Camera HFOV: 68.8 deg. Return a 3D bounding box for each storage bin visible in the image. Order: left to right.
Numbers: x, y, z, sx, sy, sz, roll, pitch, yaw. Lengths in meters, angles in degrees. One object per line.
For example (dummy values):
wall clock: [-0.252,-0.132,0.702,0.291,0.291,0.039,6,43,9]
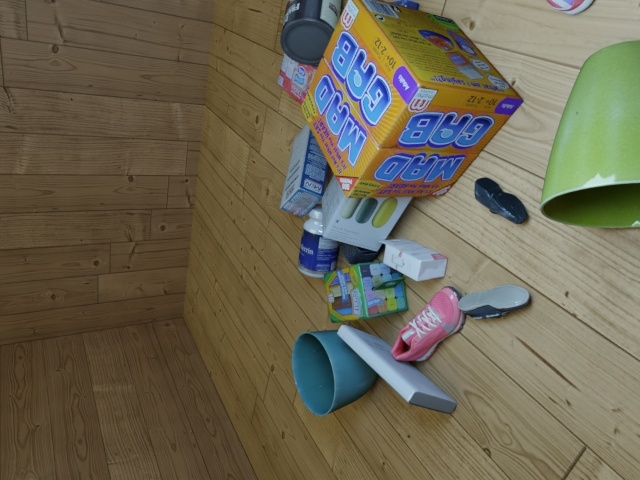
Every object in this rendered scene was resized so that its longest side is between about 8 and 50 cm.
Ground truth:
storage bin: [0.130,-0.014,1.656,0.084,0.121,0.180,-54,50,45]

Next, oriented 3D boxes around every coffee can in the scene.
coffee can: [-0.027,-0.799,1.658,0.201,0.201,0.276,-32,46,55]

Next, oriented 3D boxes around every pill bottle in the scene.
pill bottle: [0.000,0.000,1.836,0.153,0.153,0.265,33,121,51]

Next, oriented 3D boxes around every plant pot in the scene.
plant pot: [0.068,0.461,1.708,0.293,0.235,0.294,12,104,57]
plant pot: [0.558,-0.199,0.865,0.274,0.274,0.294,-13,67,57]

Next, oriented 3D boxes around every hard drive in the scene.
hard drive: [0.230,0.396,1.457,0.353,0.233,0.047,35,95,51]

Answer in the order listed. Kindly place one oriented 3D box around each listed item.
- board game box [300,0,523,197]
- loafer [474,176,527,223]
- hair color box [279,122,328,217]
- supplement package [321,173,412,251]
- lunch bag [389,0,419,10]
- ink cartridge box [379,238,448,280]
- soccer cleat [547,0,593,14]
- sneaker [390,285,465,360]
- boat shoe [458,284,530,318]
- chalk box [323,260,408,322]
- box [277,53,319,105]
board game box: [0.218,-0.364,1.254,0.356,0.356,0.357,-57,47,44]
loafer: [0.459,-0.093,1.198,0.061,0.062,0.170,86,159,-46]
hair color box: [-0.050,-0.283,1.800,0.174,0.105,0.348,-39,36,53]
supplement package: [0.142,-0.141,1.496,0.198,0.199,0.263,-91,22,-46]
lunch bag: [0.248,-0.694,1.434,0.098,0.067,0.065,30,118,54]
ink cartridge box: [0.277,0.054,1.440,0.198,0.115,0.067,32,120,53]
soccer cleat: [0.503,-0.646,0.991,0.108,0.116,0.319,-13,83,57]
sneaker: [0.313,0.266,1.389,0.116,0.136,0.314,56,137,36]
boat shoe: [0.464,0.169,1.231,0.065,0.075,0.206,46,145,-18]
chalk box: [0.167,0.169,1.568,0.289,0.180,0.179,-22,76,58]
box: [-0.033,-0.622,1.818,0.300,0.142,0.154,50,134,42]
